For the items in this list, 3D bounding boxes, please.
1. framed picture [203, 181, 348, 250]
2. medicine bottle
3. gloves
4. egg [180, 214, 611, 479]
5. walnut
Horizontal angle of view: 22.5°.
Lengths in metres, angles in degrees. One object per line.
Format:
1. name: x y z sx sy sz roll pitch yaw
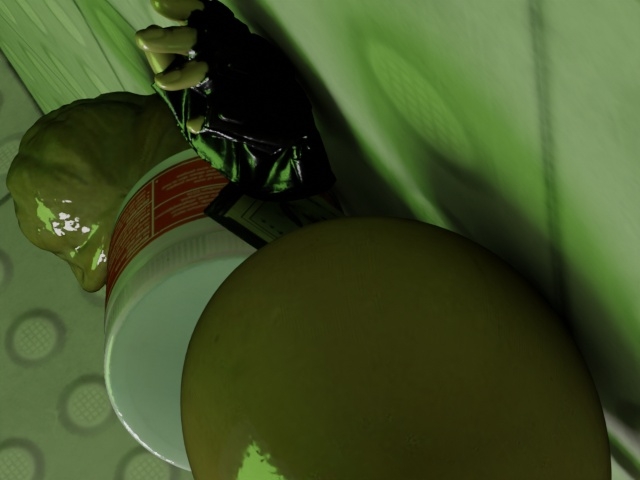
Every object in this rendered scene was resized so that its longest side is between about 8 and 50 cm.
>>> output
1. framed picture: 0.000 0.000 1.450 0.195 0.010 0.199 34 -159 0
2. medicine bottle: -0.083 0.062 1.561 0.252 0.252 0.241 54 -167 -27
3. gloves: -0.082 -0.131 1.371 0.164 0.124 0.203 21 145 44
4. egg: 0.062 0.148 1.226 0.374 0.301 0.301 48 174 -36
5. walnut: -0.250 -0.062 2.058 0.282 0.253 0.277 48 178 -8
